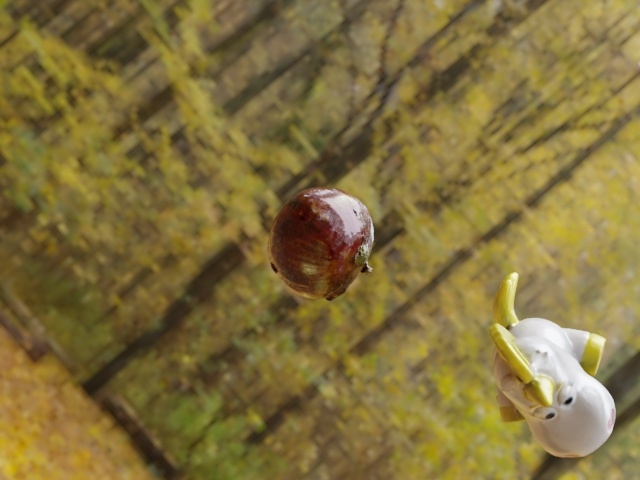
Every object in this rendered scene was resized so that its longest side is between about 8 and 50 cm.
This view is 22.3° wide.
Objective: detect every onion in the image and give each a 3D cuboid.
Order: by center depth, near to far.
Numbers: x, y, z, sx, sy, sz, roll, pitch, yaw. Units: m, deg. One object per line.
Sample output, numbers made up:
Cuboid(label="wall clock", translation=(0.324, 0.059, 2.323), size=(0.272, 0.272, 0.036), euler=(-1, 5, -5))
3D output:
Cuboid(label="onion", translation=(0.000, 0.000, 1.674), size=(0.119, 0.117, 0.118), euler=(21, -17, 7))

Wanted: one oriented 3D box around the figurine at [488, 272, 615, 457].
Cuboid(label="figurine", translation=(0.173, 0.108, 1.286), size=(0.129, 0.109, 0.178), euler=(55, 13, -12))
